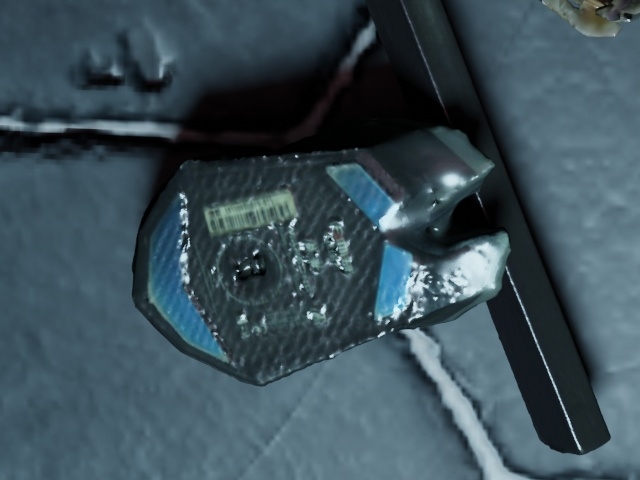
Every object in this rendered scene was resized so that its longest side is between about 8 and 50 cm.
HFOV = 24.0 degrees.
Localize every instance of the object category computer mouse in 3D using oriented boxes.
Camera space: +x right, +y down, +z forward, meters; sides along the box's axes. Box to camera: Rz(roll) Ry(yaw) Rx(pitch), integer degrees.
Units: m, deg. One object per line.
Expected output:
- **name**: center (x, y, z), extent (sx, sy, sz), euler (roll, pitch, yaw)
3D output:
- **computer mouse**: center (0.000, 0.000, 0.499), extent (0.135, 0.047, 0.079), euler (-13, 101, 23)

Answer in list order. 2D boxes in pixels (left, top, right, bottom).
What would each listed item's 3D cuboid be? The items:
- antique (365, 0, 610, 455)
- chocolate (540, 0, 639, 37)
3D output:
- **antique**: center (0.051, -0.018, 0.496), extent (0.015, 0.031, 0.192), euler (-25, 100, -17)
- **chocolate**: center (0.141, -0.213, 0.419), extent (0.102, 0.065, 0.329), euler (36, 107, 20)
